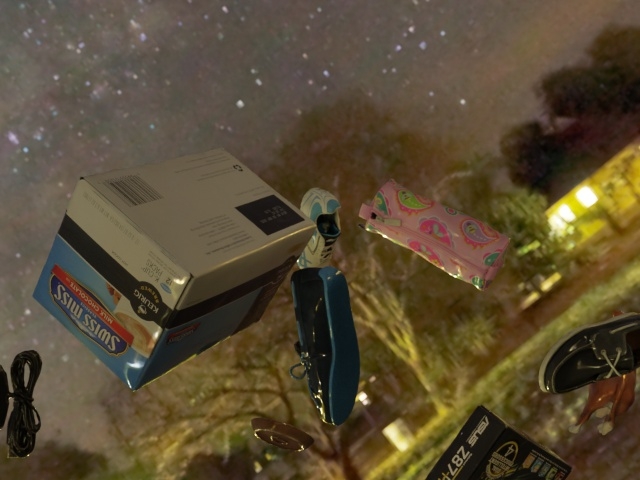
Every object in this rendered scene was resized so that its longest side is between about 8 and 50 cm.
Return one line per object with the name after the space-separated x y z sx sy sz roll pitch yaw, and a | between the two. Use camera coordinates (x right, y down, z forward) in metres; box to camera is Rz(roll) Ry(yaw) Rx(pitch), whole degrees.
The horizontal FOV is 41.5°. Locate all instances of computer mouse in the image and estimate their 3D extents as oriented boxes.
-0.585 0.275 1.394 0.072 0.188 0.272 0 -6 28 | computer mouse

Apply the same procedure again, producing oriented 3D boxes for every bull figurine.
0.606 0.279 1.765 0.310 0.101 0.188 -42 -25 -55 | bull figurine

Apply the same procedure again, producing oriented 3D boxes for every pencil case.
0.218 -0.013 1.619 0.124 0.284 0.124 -56 -15 -23 | pencil case

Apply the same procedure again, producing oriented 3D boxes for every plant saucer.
-0.098 0.488 2.107 0.168 0.168 0.029 123 167 -62 | plant saucer

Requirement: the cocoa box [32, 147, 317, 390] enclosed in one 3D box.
-0.216 0.030 1.311 0.347 0.231 0.228 -25 -30 -59 | cocoa box

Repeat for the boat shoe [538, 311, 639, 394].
0.425 0.168 1.256 0.233 0.084 0.079 -19 18 -23 | boat shoe

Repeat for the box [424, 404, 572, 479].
0.379 0.570 1.912 0.318 0.097 0.395 -52 -45 0 | box

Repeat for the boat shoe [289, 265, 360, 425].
0.005 0.161 1.327 0.089 0.258 0.109 5 13 32 | boat shoe

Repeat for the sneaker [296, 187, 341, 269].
0.000 0.000 1.730 0.085 0.086 0.237 -29 -38 -28 | sneaker
